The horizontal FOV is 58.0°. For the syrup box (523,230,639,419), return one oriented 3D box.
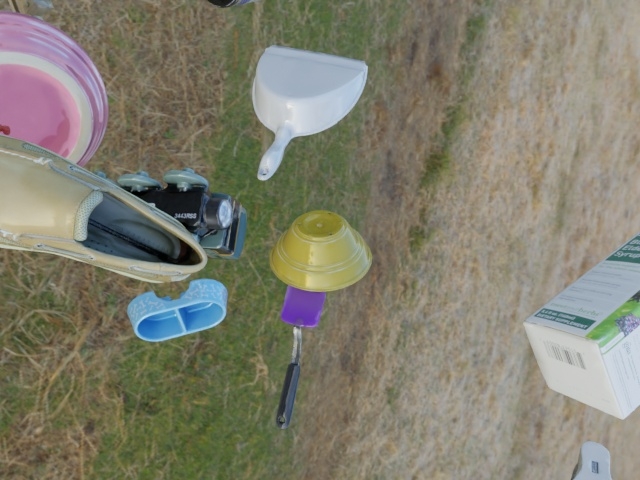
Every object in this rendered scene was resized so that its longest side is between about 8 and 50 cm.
[{"bbox_3d":[0.338,0.067,0.602,0.237,0.093,0.096,-32,108,-19],"label":"syrup box"}]

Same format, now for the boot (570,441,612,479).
[{"bbox_3d":[0.477,0.446,1.023,0.190,0.069,0.086,-28,127,-55],"label":"boot"}]

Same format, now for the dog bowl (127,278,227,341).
[{"bbox_3d":[-0.416,0.212,1.707,0.297,0.074,0.166,-14,137,-9],"label":"dog bowl"}]

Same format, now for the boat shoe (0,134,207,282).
[{"bbox_3d":[-0.155,-0.020,0.354,0.190,0.072,0.068,19,81,-36],"label":"boat shoe"}]

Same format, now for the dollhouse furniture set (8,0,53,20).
[{"bbox_3d":[-0.597,-0.507,1.109,0.123,0.151,0.144,-13,78,-58],"label":"dollhouse furniture set"}]

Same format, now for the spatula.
[{"bbox_3d":[-0.049,0.223,1.140,0.030,0.084,0.297,16,83,-71],"label":"spatula"}]

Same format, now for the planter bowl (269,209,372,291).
[{"bbox_3d":[0.000,0.000,1.194,0.217,0.217,0.090,-40,142,-40],"label":"planter bowl"}]

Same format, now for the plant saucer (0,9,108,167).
[{"bbox_3d":[-0.531,-0.216,0.996,0.332,0.084,0.332,-20,134,-22],"label":"plant saucer"}]

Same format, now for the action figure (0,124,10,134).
[{"bbox_3d":[-0.254,-0.073,0.440,0.115,0.038,0.030,75,-6,-70],"label":"action figure"}]

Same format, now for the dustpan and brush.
[{"bbox_3d":[-0.036,-0.159,0.722,0.060,0.147,0.211,92,17,-46],"label":"dustpan and brush"}]

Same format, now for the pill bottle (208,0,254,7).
[{"bbox_3d":[-0.159,-0.589,1.270,0.219,0.122,0.123,-41,130,-48],"label":"pill bottle"}]

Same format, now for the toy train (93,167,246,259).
[{"bbox_3d":[-0.291,-0.034,1.013,0.190,0.333,0.142,44,49,-66],"label":"toy train"}]
